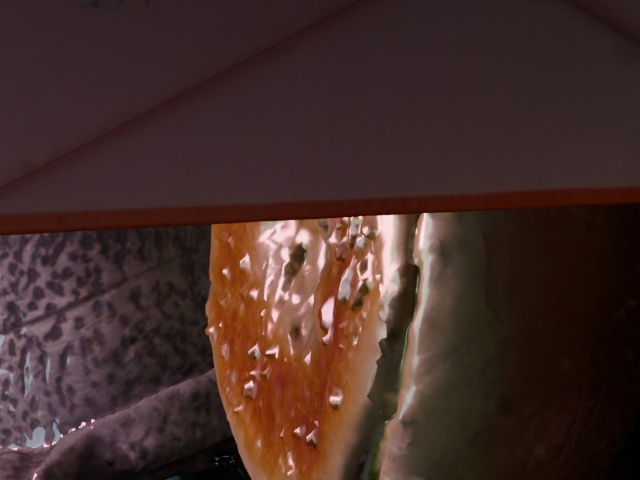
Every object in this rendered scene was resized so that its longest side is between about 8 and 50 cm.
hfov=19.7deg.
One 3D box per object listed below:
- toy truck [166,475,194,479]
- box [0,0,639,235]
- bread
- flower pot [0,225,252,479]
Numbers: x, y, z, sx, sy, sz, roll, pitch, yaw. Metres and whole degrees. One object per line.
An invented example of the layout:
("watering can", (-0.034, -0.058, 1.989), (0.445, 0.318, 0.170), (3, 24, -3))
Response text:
("toy truck", (-0.077, 0.263, 1.454), (0.156, 0.155, 0.279), (113, 151, -46))
("box", (0.025, -0.215, 0.535), (0.257, 0.318, 0.349), (-107, 18, -49))
("bread", (0.048, 0.003, 0.818), (0.305, 0.158, 0.306), (180, 90, -71))
("flower pot", (-0.146, 0.097, 1.273), (0.299, 0.299, 0.283), (173, 75, -77))
